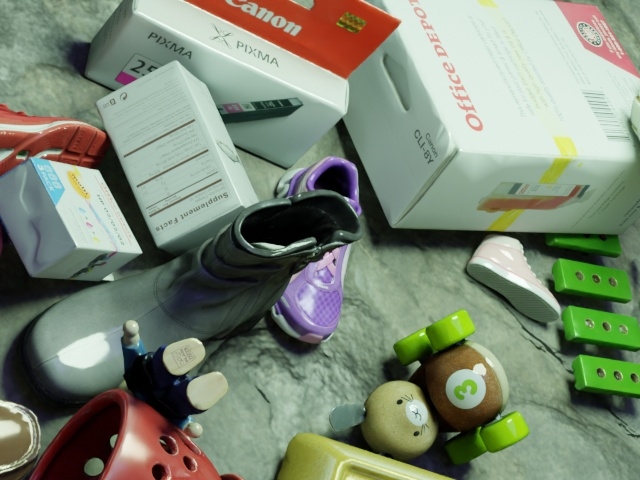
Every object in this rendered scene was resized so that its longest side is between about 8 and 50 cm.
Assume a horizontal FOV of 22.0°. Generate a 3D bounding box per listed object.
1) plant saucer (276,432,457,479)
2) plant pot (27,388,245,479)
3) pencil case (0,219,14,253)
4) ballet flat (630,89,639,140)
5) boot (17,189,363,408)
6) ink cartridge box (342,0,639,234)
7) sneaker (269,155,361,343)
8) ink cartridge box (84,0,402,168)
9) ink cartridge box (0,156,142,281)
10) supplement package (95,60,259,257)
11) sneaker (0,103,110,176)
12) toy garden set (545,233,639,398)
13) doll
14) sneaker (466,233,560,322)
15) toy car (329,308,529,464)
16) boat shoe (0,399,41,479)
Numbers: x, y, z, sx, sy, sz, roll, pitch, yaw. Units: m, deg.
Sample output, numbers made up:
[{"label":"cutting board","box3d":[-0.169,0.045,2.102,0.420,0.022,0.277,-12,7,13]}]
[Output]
[{"label":"plant saucer","box3d":[0.093,0.358,1.612,0.333,0.081,0.333,18,55,0]},{"label":"plant pot","box3d":[-0.169,0.260,1.506,0.174,0.191,0.191,39,47,-21]},{"label":"pencil case","box3d":[-0.405,0.002,1.564,0.209,0.095,0.098,-8,96,-37]},{"label":"ballet flat","box3d":[0.441,-0.164,2.005,0.123,0.123,0.348,46,39,-3]},{"label":"boot","box3d":[-0.130,0.040,1.642,0.338,0.223,0.118,-27,81,-43]},{"label":"ink cartridge box","box3d":[0.223,-0.161,2.043,0.385,0.160,0.279,1,52,-35]},{"label":"sneaker","box3d":[0.000,0.000,1.845,0.095,0.104,0.236,22,53,-26]},{"label":"ink cartridge box","box3d":[-0.086,-0.211,1.820,0.275,0.239,0.060,24,50,-22]},{"label":"ink cartridge box","box3d":[-0.246,-0.018,1.648,0.104,0.061,0.181,61,15,12]},{"label":"supplement package","box3d":[-0.148,-0.083,1.762,0.179,0.105,0.105,65,8,14]},{"label":"sneaker","box3d":[-0.324,-0.125,1.702,0.128,0.087,0.221,45,20,25]},{"label":"toy garden set","box3d":[0.382,0.097,2.101,0.204,0.049,0.244,10,56,-28]},{"label":"doll","box3d":[-0.148,0.131,1.533,0.046,0.189,0.129,-35,92,-27]},{"label":"sneaker","box3d":[0.248,0.041,2.034,0.134,0.051,0.070,34,53,-9]},{"label":"toy car","box3d":[0.101,0.189,1.786,0.188,0.149,0.155,-25,85,-31]},{"label":"boat shoe","box3d":[-0.387,0.178,1.442,0.324,0.116,0.123,0,63,-36]}]
